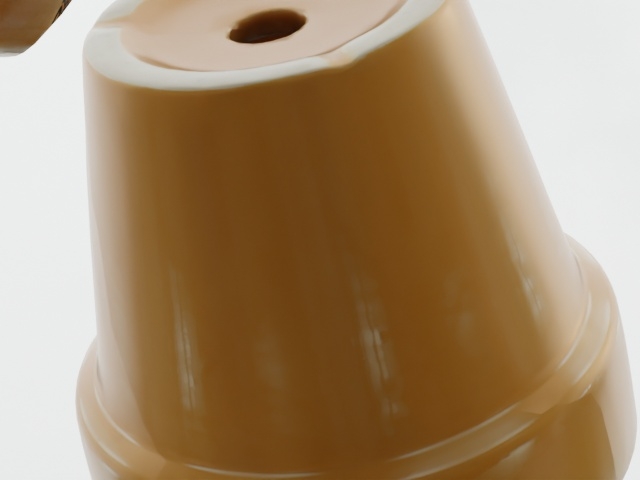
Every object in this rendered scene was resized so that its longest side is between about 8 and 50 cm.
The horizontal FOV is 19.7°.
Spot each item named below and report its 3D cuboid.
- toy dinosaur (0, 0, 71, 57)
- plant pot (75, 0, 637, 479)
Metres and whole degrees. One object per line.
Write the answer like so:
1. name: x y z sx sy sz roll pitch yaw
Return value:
1. toy dinosaur: -0.098 -0.085 0.360 0.322 0.218 0.164 -36 -33 20
2. plant pot: 0.000 0.000 0.656 0.205 0.205 0.188 -9 -62 6
